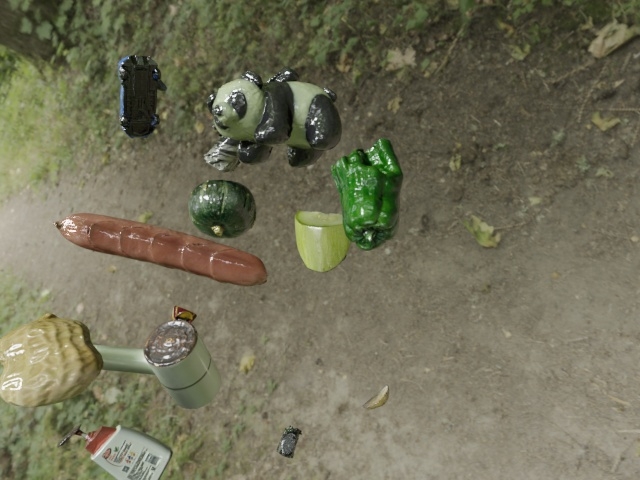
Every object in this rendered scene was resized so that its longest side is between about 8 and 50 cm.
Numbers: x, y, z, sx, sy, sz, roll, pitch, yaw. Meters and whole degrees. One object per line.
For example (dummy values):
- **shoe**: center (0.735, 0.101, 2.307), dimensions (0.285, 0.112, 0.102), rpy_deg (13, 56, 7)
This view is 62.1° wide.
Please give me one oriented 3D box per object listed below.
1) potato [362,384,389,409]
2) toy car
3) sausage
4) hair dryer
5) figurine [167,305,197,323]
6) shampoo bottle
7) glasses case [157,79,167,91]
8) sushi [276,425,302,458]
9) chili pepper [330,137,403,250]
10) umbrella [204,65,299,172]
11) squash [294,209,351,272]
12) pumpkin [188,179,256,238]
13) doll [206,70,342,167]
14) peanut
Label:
- **potato**: center (0.165, 0.452, 1.489), dimensions (0.093, 0.036, 0.037), rpy_deg (-40, 19, 4)
- **toy car**: center (-0.471, -0.369, 1.370), dimensions (0.063, 0.103, 0.216), rpy_deg (41, 130, 41)
- **sausage**: center (-0.313, 0.017, 1.089), dimensions (0.088, 0.433, 0.087), rpy_deg (-164, 90, -74)
- **hair dryer**: center (-0.433, 0.288, 1.269), dimensions (0.362, 0.203, 0.128), rpy_deg (1, 46, 14)
- **figurine**: center (-0.472, 0.287, 1.755), dimensions (0.154, 0.082, 0.098), rpy_deg (-57, 12, 31)
- **shampoo bottle**: center (-0.559, 0.578, 1.450), dimensions (0.153, 0.284, 0.071), rpy_deg (-60, 18, -15)
- **glasses case**: center (-0.488, -0.467, 1.561), dimensions (0.034, 0.083, 0.023), rpy_deg (-1, 60, 22)
- **sushi**: center (-0.092, 0.586, 1.553), dimensions (0.083, 0.056, 0.084), rpy_deg (85, -154, -70)
- **chili pepper**: center (0.152, -0.158, 1.533), dimensions (0.167, 0.213, 0.384), rpy_deg (-33, 40, 37)
- **umbrella**: center (-0.196, -0.346, 1.499), dimensions (0.106, 0.113, 0.357), rpy_deg (45, 104, 12)
- **squash**: center (0.000, 0.000, 1.903), dimensions (0.237, 0.204, 0.154), rpy_deg (5, 113, 21)
- **pumpkin**: center (-0.261, -0.082, 1.421), dimensions (0.190, 0.190, 0.146), rpy_deg (-10, 75, 49)
- **doll**: center (-0.073, -0.203, 0.901), dimensions (0.143, 0.234, 0.135), rpy_deg (-23, 73, 61)
- **peanut**: center (-0.572, 0.243, 1.113), dimensions (0.233, 0.197, 0.110), rpy_deg (52, 146, 35)
